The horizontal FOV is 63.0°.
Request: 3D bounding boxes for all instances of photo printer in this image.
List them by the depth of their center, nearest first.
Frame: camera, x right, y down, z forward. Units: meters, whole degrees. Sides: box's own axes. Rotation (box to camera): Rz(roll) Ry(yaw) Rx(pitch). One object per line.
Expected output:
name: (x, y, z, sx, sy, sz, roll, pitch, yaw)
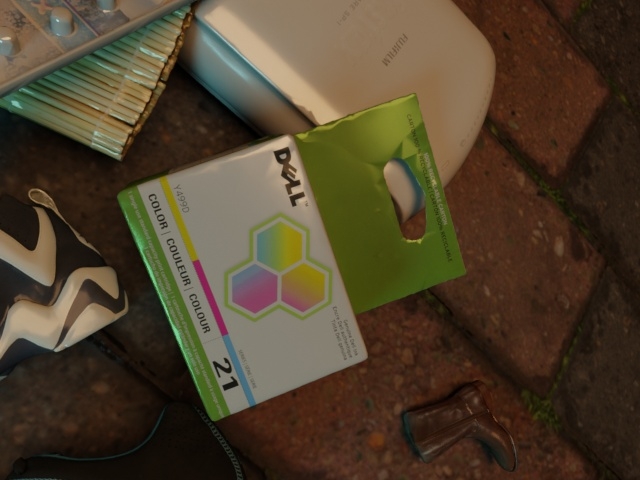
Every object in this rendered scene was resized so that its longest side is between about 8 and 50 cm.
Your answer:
photo printer: (0.038, -0.181, 0.542, 0.307, 0.107, 0.256, 41, 66, -13)

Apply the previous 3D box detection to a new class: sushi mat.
sushi mat: (-0.266, -0.193, 0.394, 0.316, 0.019, 0.152, 24, 89, -9)

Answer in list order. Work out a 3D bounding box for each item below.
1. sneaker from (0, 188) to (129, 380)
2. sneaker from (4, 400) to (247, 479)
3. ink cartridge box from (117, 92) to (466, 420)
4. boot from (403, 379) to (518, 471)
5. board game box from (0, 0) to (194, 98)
sneaker: (-0.272, 0.040, 0.358, 0.235, 0.094, 0.153, -29, 92, -27)
sneaker: (-0.210, 0.234, 0.356, 0.340, 0.125, 0.140, -17, 62, -26)
ink cartridge box: (0.000, 0.000, 0.429, 0.255, 0.097, 0.189, -20, 102, -5)
boot: (0.147, 0.216, 0.556, 0.114, 0.037, 0.106, -16, 74, -31)
board game box: (-0.288, -0.271, 0.336, 0.390, 0.050, 0.390, 45, 59, 0)
